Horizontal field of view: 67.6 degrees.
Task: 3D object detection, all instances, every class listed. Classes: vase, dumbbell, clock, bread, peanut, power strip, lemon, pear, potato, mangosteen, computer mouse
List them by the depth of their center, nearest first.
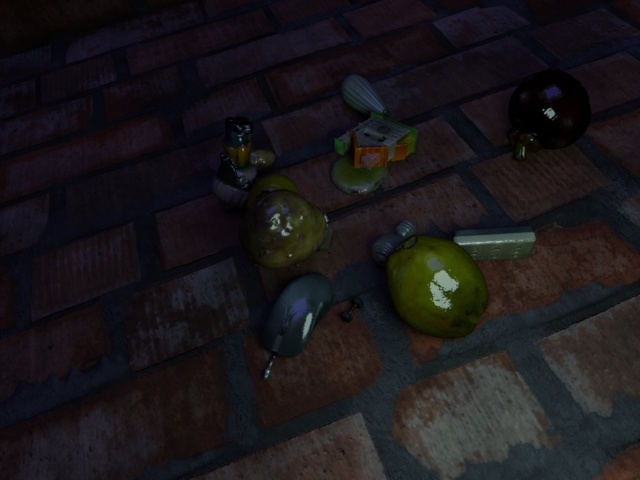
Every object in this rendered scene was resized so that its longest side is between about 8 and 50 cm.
[{"bbox_3d":[0.328,0.130,1.376,0.321,0.269,0.269,40,67,12],"label":"pear"},{"bbox_3d":[-0.086,0.243,1.461,0.167,0.090,0.379,15,59,21],"label":"computer mouse"},{"bbox_3d":[0.098,0.214,1.480,0.036,0.040,0.083,42,66,0],"label":"dumbbell"},{"bbox_3d":[-0.147,-0.021,1.493,0.301,0.288,0.237,11,17,12],"label":"potato"},{"bbox_3d":[0.536,0.012,1.513,0.257,0.105,0.070,-2,53,10],"label":"power strip"},{"bbox_3d":[-0.164,-0.144,1.704,0.184,0.184,0.248,10,60,17],"label":"lemon"},{"bbox_3d":[0.804,-0.456,1.717,0.293,0.297,0.297,-26,41,40],"label":"mangosteen"},{"bbox_3d":[0.205,-0.365,1.828,0.220,0.106,0.255,32,53,29],"label":"clock"},{"bbox_3d":[0.149,-0.267,1.838,0.228,0.033,0.228,-4,51,5],"label":"bread"},{"bbox_3d":[-0.284,-0.306,1.913,0.214,0.099,0.099,-33,54,-7],"label":"peanut"},{"bbox_3d":[0.194,-0.599,2.031,0.128,0.128,0.248,-33,63,-15],"label":"vase"}]

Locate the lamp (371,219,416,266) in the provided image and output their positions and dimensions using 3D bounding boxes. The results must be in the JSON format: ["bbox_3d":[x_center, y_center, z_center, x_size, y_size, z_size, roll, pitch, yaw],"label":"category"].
[{"bbox_3d":[0.246,0.011,1.575,0.106,0.106,0.193,29,53,27],"label":"lamp"}]

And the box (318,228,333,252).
[{"bbox_3d":[0.000,0.000,1.660,0.079,0.035,0.083,5,55,14],"label":"box"}]

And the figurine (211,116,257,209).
[{"bbox_3d":[-0.316,-0.274,1.744,0.204,0.332,0.185,-19,35,-12],"label":"figurine"}]
